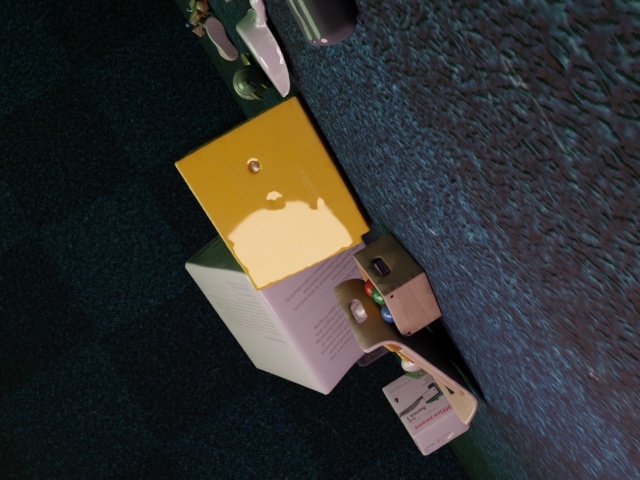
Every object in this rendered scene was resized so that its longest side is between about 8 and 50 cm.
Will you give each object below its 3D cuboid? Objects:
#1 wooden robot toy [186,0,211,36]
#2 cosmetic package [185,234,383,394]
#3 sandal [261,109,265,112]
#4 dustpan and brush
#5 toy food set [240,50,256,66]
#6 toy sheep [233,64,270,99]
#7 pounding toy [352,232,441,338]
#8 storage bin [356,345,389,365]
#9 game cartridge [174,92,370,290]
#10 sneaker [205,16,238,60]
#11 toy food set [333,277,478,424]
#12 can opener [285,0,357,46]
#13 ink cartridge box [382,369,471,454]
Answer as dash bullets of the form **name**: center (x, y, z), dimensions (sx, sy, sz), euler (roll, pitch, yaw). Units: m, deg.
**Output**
- **wooden robot toy**: center (-0.342, -0.668, 1.724), dimensions (0.076, 0.079, 0.173), euler (18, -138, -28)
- **cosmetic package**: center (-0.068, 0.124, 1.555), dimensions (0.328, 0.329, 0.393), euler (3, 130, 50)
- **sandal**: center (-0.128, -0.293, 1.635), dimensions (0.240, 0.088, 0.079), euler (62, -174, 34)
- **dustpan and brush**: center (-0.100, -0.349, 0.996), dimensions (0.147, 0.060, 0.211), euler (56, -176, 15)
- **toy food set**: center (-0.179, -0.448, 1.526), dimensions (0.083, 0.020, 0.082), euler (60, 177, -14)
- **toy sheep**: center (-0.170, -0.384, 1.440), dimensions (0.091, 0.091, 0.132), euler (59, -177, -10)
- **pounding toy**: center (0.136, 0.094, 1.103), dimensions (0.181, 0.094, 0.206), euler (55, 175, 49)
- **storage bin**: center (0.152, 0.255, 1.685), dimensions (0.122, 0.180, 0.084), euler (56, 175, 44)
- **game cartridge**: center (-0.089, -0.088, 1.198), dimensions (0.323, 0.286, 0.052), euler (60, -165, -18)
- **sneaker**: center (-0.292, -0.584, 1.730), dimensions (0.134, 0.051, 0.070), euler (55, 173, -17)
- **toy food set**: center (0.163, 0.221, 1.177), dimensions (0.306, 0.092, 0.219), euler (38, -168, -26)
- **can opener**: center (-0.072, -0.295, 0.524), dimensions (0.283, 0.095, 0.076), euler (60, 178, -22)
- **ink cartridge box**: center (0.301, 0.478, 1.700), dimensions (0.092, 0.160, 0.219), euler (60, 176, -30)
